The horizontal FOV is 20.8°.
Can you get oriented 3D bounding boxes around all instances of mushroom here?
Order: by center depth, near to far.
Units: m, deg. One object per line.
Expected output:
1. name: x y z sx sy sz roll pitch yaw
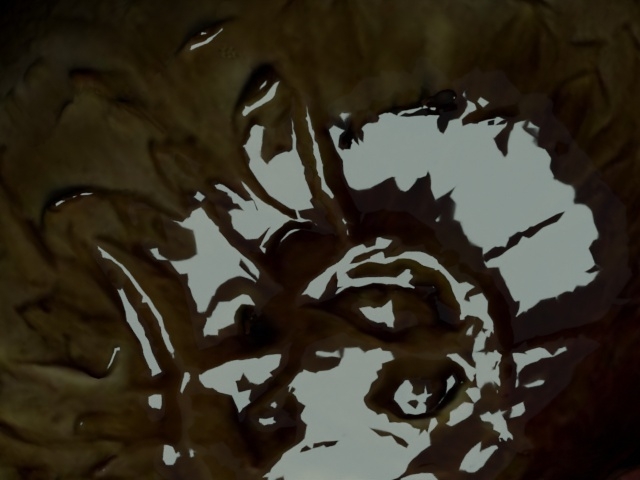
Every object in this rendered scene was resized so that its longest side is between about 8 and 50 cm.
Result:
1. mushroom: 0.008 0.010 0.565 0.278 0.163 0.297 27 111 -36

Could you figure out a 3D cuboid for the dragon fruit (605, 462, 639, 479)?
1. dragon fruit: 0.257 0.194 0.746 0.225 0.305 0.305 -12 130 -25
